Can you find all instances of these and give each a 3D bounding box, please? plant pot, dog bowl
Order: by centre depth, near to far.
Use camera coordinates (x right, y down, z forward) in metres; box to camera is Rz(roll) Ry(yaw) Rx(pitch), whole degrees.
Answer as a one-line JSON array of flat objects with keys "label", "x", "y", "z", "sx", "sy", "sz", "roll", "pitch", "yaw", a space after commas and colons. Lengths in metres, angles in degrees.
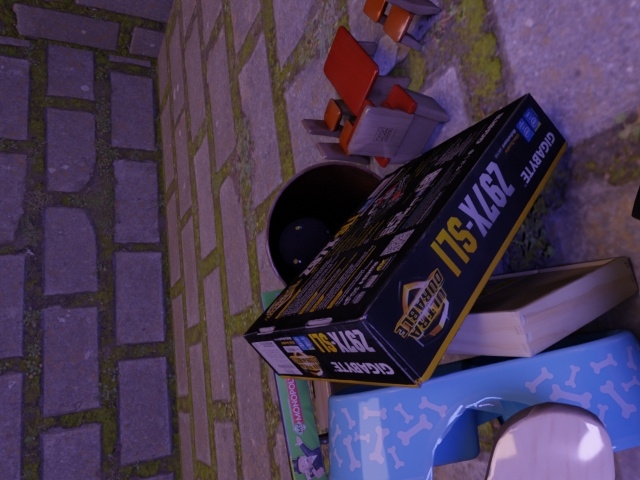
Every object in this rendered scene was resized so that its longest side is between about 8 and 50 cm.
[{"label": "dog bowl", "x": 0.143, "y": 0.144, "z": 0.420, "sx": 0.166, "sy": 0.296, "sz": 0.074, "roll": 40, "pitch": -144, "yaw": -73}, {"label": "plant pot", "x": 0.000, "y": 0.000, "z": 0.785, "sx": 0.230, "sy": 0.215, "sz": 0.216, "roll": 167, "pitch": 102, "yaw": -75}]

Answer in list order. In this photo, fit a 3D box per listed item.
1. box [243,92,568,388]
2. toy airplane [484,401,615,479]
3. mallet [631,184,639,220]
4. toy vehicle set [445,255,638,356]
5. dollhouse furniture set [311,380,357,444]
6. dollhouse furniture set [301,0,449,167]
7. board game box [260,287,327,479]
[{"label": "box", "x": 0.084, "y": 0.004, "z": 0.514, "sx": 0.079, "sy": 0.322, "sz": 0.257, "roll": 47, "pitch": 150, "yaw": -9}, {"label": "toy airplane", "x": 0.124, "y": 0.349, "z": 0.272, "sx": 0.386, "sy": 0.384, "sz": 0.272, "roll": 52, "pitch": -178, "yaw": 1}, {"label": "mallet", "x": 0.323, "y": -0.009, "z": 0.339, "sx": 0.189, "sy": 0.039, "sz": 0.063, "roll": 44, "pitch": 126, "yaw": 48}, {"label": "toy vehicle set", "x": 0.155, "y": 0.073, "z": 0.504, "sx": 0.266, "sy": 0.165, "sz": 0.035, "roll": -21, "pitch": 86, "yaw": 60}, {"label": "dollhouse furniture set", "x": 0.024, "y": 0.218, "z": 0.752, "sx": 0.242, "sy": 0.160, "sz": 0.212, "roll": -30, "pitch": 64, "yaw": 58}, {"label": "dollhouse furniture set", "x": 0.063, "y": -0.228, "z": 0.705, "sx": 0.259, "sy": 0.135, "sz": 0.262, "roll": 63, "pitch": 142, "yaw": 39}, {"label": "board game box", "x": -0.042, "y": 0.263, "z": 0.747, "sx": 0.214, "sy": 0.046, "sz": 0.318, "roll": 95, "pitch": 163, "yaw": -61}]
